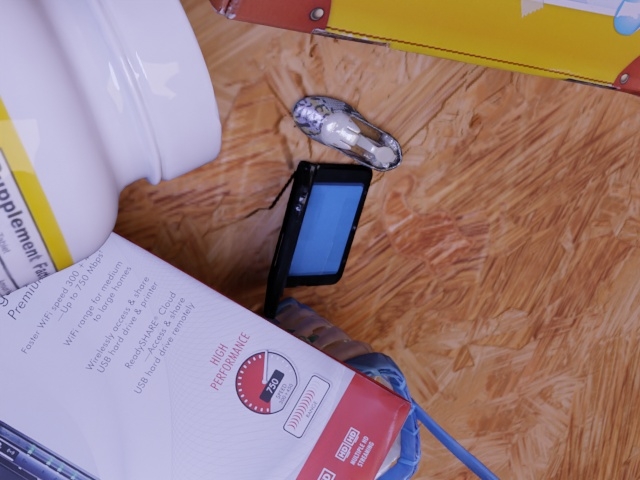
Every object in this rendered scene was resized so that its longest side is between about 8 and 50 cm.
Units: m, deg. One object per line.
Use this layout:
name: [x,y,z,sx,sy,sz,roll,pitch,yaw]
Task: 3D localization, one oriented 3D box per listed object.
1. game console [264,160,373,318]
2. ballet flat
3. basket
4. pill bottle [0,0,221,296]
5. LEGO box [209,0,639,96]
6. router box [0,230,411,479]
game console: [0.000,0.000,0.733,0.071,0.107,0.122,13,112,-6]
ballet flat: [0.029,-0.087,0.715,0.114,0.041,0.041,22,105,-38]
basket: [-0.019,0.204,0.696,0.254,0.289,0.201,-32,138,-15]
pill bottle: [-0.232,-0.045,0.457,0.334,0.188,0.188,-26,128,-17]
LEGO box: [0.165,-0.345,0.452,0.372,0.193,0.500,2,134,-33]
router box: [-0.153,0.180,0.555,0.335,0.301,0.082,-60,176,-13]
